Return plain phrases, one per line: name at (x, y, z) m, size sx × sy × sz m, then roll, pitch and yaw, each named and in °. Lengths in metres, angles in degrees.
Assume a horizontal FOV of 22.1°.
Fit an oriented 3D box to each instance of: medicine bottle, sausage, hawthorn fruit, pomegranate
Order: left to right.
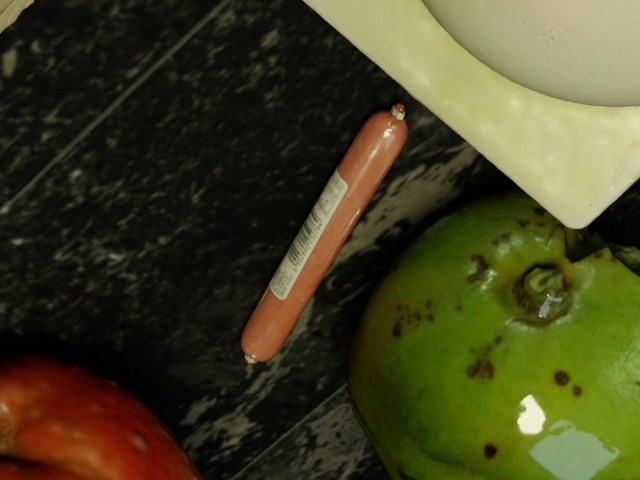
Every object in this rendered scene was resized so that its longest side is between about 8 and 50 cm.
hawthorn fruit at (-0.194, 0.182, 0.954) m, size 0.287 × 0.287 × 0.330 m, roll -14°, pitch 131°, yaw -15°
sausage at (0.000, 0.000, 1.040) m, size 0.029 × 0.029 × 0.223 m, roll 7°, pitch 129°, yaw -34°
pomegranate at (0.138, 0.096, 1.086) m, size 0.236 × 0.236 × 0.302 m, roll -26°, pitch 160°, yaw -2°
medicine bottle at (0.172, -0.210, 0.761) m, size 0.236 × 0.235 × 0.406 m, roll 19°, pitch 124°, yaw -40°

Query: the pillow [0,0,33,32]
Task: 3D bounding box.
pillow at (-0.138, -0.188, 0.723) m, size 0.270 × 0.067 × 0.173 m, roll -49°, pitch 158°, yaw 22°
